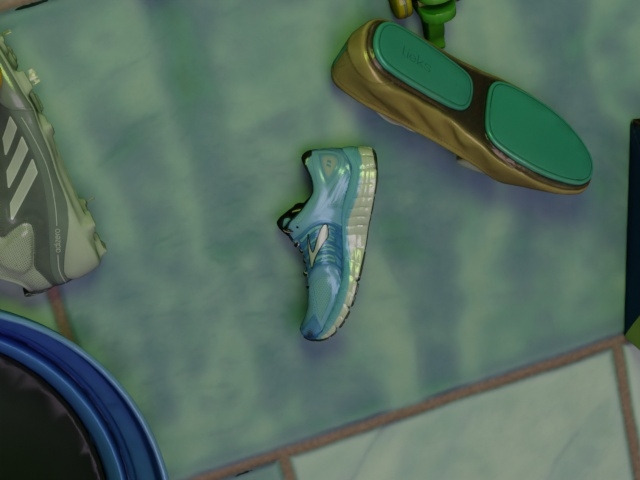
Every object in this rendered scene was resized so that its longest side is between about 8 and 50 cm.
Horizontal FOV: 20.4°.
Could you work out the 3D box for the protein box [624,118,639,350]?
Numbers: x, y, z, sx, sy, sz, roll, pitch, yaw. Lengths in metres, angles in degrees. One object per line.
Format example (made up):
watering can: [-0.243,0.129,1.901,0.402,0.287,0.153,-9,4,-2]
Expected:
protein box: [0.371,0.001,1.465,0.201,0.136,0.200,-6,110,-13]

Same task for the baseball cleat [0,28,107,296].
baseball cleat: [-0.234,-0.049,1.309,0.109,0.072,0.206,-25,113,-7]

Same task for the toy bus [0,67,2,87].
toy bus: [-0.359,-0.040,1.172,0.333,0.108,0.130,-49,147,-28]

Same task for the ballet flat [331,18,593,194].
ballet flat: [0.110,-0.099,1.397,0.232,0.073,0.080,31,55,-21]

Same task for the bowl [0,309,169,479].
bowl: [-0.303,0.237,1.335,0.391,0.077,0.391,-2,95,-26]

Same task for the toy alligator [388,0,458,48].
toy alligator: [0.075,-0.229,1.345,0.056,0.051,0.190,-17,113,-10]

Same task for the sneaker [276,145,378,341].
sneaker: [0.000,0.000,1.411,0.073,0.063,0.162,9,102,-1]
